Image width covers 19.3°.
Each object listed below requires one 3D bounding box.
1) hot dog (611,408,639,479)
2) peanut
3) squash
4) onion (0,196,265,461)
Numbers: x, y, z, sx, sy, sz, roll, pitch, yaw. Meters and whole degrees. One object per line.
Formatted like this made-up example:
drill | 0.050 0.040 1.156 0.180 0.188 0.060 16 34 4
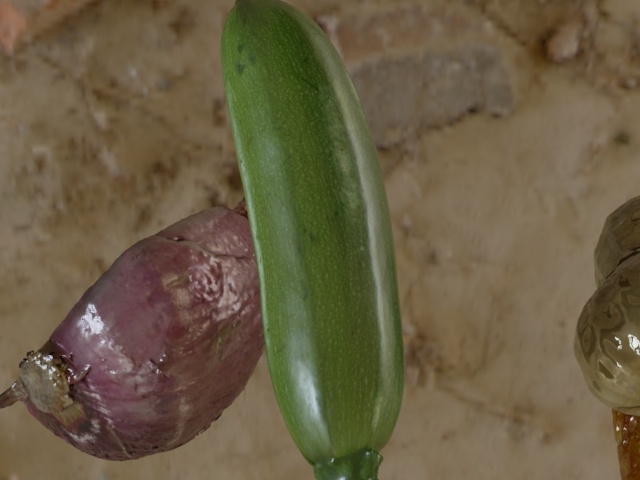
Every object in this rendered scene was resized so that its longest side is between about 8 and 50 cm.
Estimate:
hot dog | 0.348 0.155 1.680 0.150 0.153 0.257 16 57 -36
peanut | 0.283 0.039 1.517 0.136 0.120 0.298 19 31 4
squash | 0.000 0.000 1.368 0.107 0.107 0.395 -7 72 -9
onion | -0.120 0.086 1.811 0.159 0.267 0.348 48 49 6
